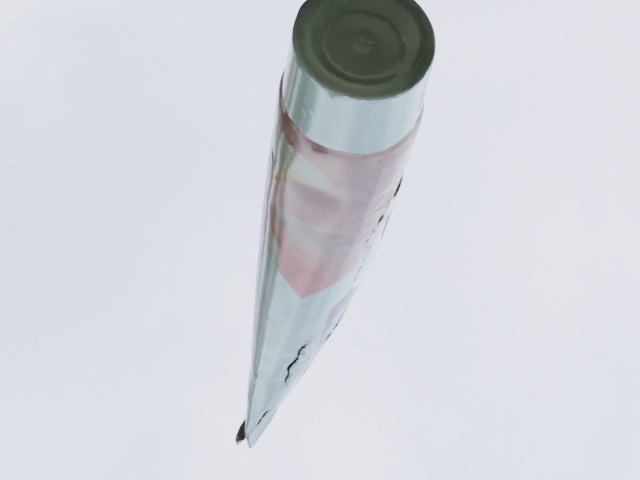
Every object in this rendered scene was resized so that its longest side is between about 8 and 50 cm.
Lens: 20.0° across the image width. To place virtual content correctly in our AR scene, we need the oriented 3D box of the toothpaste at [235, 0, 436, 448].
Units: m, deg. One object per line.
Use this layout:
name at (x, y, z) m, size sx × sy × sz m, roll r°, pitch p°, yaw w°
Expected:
toothpaste at (0.000, 0.000, 0.506) m, size 0.036 × 0.205 × 0.056 m, roll 33°, pitch -116°, yaw 10°
